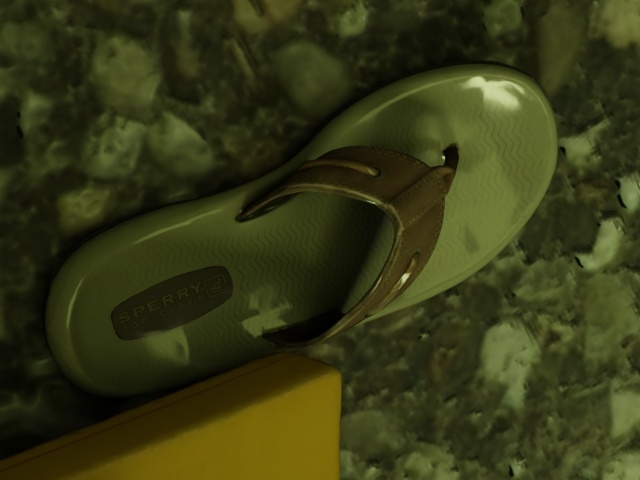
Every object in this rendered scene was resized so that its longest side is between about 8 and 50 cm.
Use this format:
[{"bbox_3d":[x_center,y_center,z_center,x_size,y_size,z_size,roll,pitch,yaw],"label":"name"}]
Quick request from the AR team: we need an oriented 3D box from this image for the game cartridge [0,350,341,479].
[{"bbox_3d":[-0.096,0.237,0.866,0.285,0.053,0.323,-18,114,-47],"label":"game cartridge"}]

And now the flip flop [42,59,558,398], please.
[{"bbox_3d":[0.000,0.000,0.937,0.277,0.080,0.112,-22,105,-17],"label":"flip flop"}]
